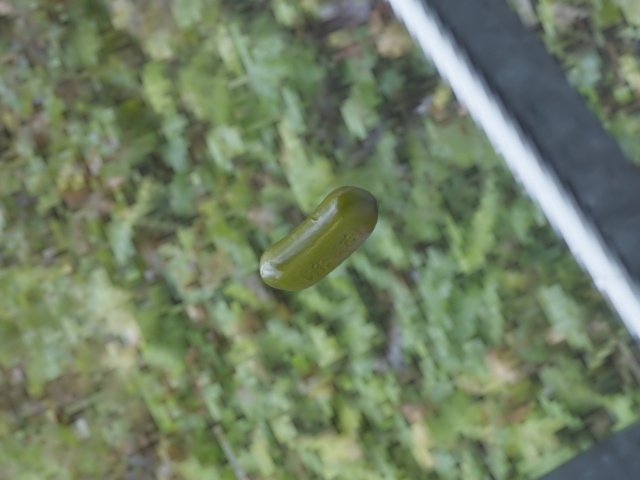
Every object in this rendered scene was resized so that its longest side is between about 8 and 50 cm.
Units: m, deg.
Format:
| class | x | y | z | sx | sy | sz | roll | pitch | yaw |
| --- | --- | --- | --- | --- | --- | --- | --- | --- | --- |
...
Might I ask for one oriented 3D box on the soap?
| class | x | y | z | sx | sy | sz | roll | pitch | yaw |
| --- | --- | --- | --- | --- | --- | --- | --- | --- | --- |
| soap | 0.001 | 0.001 | 1.931 | 0.045 | 0.140 | 0.089 | 53 | -169 | 25 |
